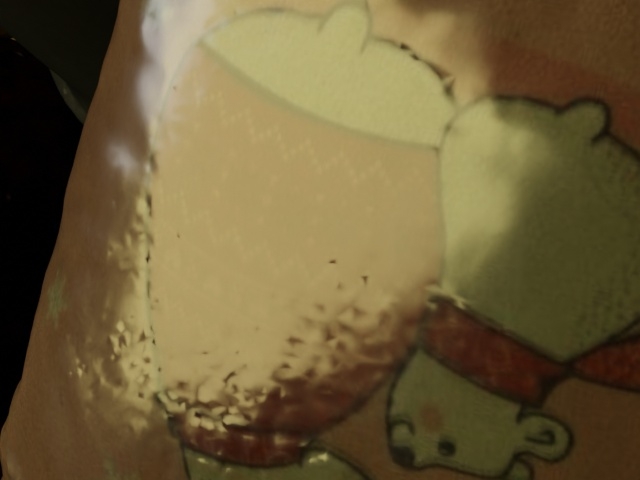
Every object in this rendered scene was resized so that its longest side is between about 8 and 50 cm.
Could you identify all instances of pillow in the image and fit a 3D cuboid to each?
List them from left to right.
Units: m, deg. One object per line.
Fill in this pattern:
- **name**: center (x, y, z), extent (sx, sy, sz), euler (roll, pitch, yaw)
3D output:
- **pillow**: center (0.029, 0.010, 0.421), extent (0.236, 0.084, 0.223), euler (24, 108, 29)

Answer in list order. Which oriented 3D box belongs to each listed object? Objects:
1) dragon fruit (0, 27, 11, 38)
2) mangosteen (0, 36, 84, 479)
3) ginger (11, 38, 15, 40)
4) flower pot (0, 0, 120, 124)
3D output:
- **dragon fruit**: center (-0.157, -0.228, 0.986), extent (0.269, 0.291, 0.250), euler (-142, 55, -74)
- **mangosteen**: center (-0.178, 0.030, 0.928), extent (0.347, 0.307, 0.306), euler (-100, 22, -60)
- **ginger**: center (-0.221, -0.130, 1.502), extent (0.190, 0.126, 0.354), euler (-54, 24, 22)
- **flower pot**: center (-0.080, -0.177, 0.725), extent (0.269, 0.166, 0.269), euler (-20, 61, 39)
